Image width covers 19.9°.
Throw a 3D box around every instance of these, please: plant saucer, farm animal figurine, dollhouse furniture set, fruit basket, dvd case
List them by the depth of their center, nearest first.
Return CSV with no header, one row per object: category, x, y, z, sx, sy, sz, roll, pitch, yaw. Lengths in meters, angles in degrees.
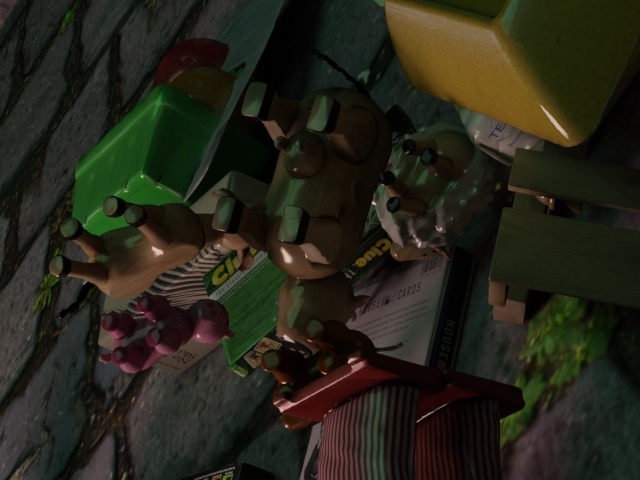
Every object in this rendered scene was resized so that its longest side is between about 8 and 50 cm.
plant saucer,0.167,-0.257,1.351,0.332,0.081,0.333,-63,22,3
dollhouse furniture set,0.198,0.004,1.358,0.151,0.123,0.144,80,-158,-65
dollhouse furniture set,-0.007,0.246,1.360,0.374,0.152,0.201,-36,47,48
dvd case,0.050,0.133,1.545,0.179,0.030,0.238,-24,46,57
farm animal figurine,-0.035,0.002,1.566,0.330,0.172,0.326,32,94,32
fruit basket,-0.139,-0.135,2.109,0.327,0.165,0.353,-36,22,49

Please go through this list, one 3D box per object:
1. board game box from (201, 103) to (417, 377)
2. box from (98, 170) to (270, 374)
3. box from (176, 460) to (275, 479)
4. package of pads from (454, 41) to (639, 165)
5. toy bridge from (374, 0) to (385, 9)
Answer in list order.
board game box,0.000,0.000,1.687,0.260,0.030,0.136,-41,40,17
box,-0.120,0.039,1.900,0.275,0.113,0.094,-39,36,49
box,-0.121,0.311,1.719,0.191,0.045,0.184,-26,43,58
package of pads,0.209,-0.219,1.459,0.296,0.101,0.229,-56,24,23
toy bridge,0.102,-0.212,1.613,0.063,0.188,0.026,-48,67,10
